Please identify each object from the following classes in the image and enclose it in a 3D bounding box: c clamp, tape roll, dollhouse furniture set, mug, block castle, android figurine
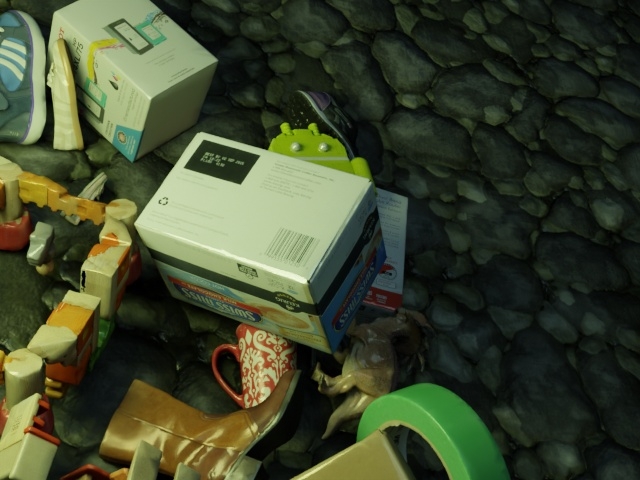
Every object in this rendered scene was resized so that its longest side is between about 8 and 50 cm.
[{"bbox_3d":[0.004,0.209,1.950,0.137,0.022,0.160,13,49,-21],"label":"c clamp"},{"bbox_3d":[0.179,0.396,1.681,0.077,0.321,0.321,-15,62,-31],"label":"tape roll"},{"bbox_3d":[-0.338,0.344,1.489,0.259,0.262,0.135,38,40,-29],"label":"dollhouse furniture set"},{"bbox_3d":[-0.105,0.241,1.839,0.113,0.150,0.169,35,40,-47],"label":"mug"},{"bbox_3d":[-0.492,0.104,1.691,0.303,0.213,0.453,17,42,4],"label":"block castle"},{"bbox_3d":[-0.012,-0.125,2.065,0.248,0.056,0.273,0,57,-24],"label":"android figurine"}]

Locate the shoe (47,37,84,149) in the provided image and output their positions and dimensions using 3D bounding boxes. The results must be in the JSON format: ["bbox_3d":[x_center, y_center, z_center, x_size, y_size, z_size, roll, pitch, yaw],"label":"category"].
[{"bbox_3d":[-0.498,-0.277,1.994,0.058,0.219,0.076,-7,19,-9],"label":"shoe"}]

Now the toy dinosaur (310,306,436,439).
[{"bbox_3d":[0.100,0.227,1.863,0.200,0.127,0.295,21,69,-7],"label":"toy dinosaur"}]

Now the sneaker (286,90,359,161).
[{"bbox_3d":[0.048,-0.221,2.246,0.124,0.107,0.283,-11,60,-37],"label":"sneaker"}]

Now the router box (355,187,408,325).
[{"bbox_3d":[0.000,0.000,2.064,0.335,0.082,0.301,16,50,-12],"label":"router box"}]

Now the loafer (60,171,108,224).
[{"bbox_3d":[-0.440,-0.078,1.962,0.039,0.045,0.125,45,55,-9],"label":"loafer"}]

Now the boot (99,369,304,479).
[{"bbox_3d":[-0.187,0.290,1.711,0.280,0.096,0.264,16,61,21],"label":"boot"}]

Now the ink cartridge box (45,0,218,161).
[{"bbox_3d":[-0.385,-0.343,2.081,0.270,0.198,0.197,42,50,11],"label":"ink cartridge box"}]

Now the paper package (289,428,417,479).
[{"bbox_3d":[0.046,0.501,1.549,0.309,0.168,0.325,-29,67,-1],"label":"paper package"}]

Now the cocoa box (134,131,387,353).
[{"bbox_3d":[-0.094,0.002,1.782,0.347,0.228,0.231,17,59,24],"label":"cocoa box"}]

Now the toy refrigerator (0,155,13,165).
[{"bbox_3d":[-0.703,-0.141,1.858,0.269,0.094,0.102,27,42,-4],"label":"toy refrigerator"}]

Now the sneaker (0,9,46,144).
[{"bbox_3d":[-0.656,-0.335,1.969,0.236,0.130,0.322,11,54,-41],"label":"sneaker"}]
